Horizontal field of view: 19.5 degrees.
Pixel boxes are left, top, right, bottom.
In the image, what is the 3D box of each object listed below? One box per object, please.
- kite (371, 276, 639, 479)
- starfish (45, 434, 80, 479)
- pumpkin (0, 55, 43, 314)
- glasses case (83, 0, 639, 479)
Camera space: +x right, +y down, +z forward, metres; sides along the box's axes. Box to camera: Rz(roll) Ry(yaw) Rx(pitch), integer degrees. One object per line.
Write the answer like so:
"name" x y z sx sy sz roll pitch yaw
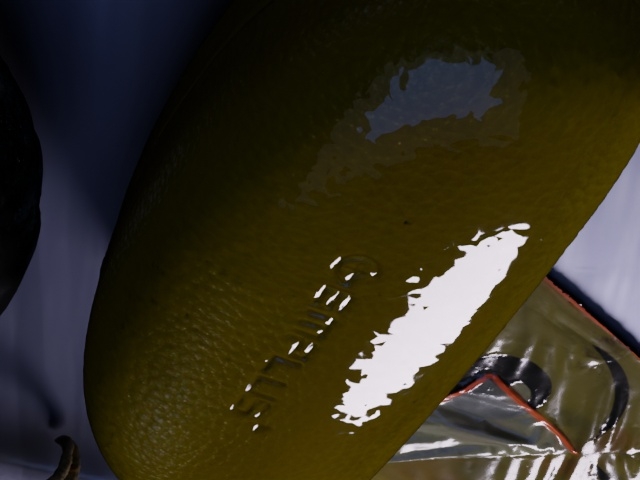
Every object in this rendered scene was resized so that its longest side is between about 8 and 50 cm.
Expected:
"kite" 0.078 0.125 1.055 0.327 0.013 0.377 -3 127 1
"starfish" -0.238 0.126 1.023 0.190 0.074 0.146 26 129 -16
"pumpkin" -0.244 -0.025 0.847 0.233 0.163 0.233 0 125 0
"glasses case" 0.000 0.000 0.838 0.173 0.141 0.371 23 133 -12
